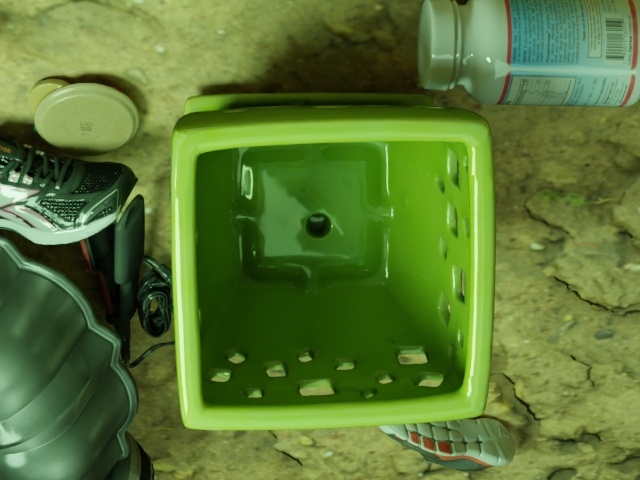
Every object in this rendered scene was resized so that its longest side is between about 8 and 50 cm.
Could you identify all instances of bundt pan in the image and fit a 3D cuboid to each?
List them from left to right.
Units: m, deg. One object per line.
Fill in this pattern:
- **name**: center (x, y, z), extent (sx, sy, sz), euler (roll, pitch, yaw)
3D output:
- **bundt pan**: center (-0.325, 0.143, 1.598), extent (0.331, 0.124, 0.331), euler (7, 127, 10)

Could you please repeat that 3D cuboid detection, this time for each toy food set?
- **toy food set**: center (-0.181, -0.094, 1.490), extent (0.083, 0.020, 0.082), euler (-7, 141, 1)

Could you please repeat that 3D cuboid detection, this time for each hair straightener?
- **hair straightener**: center (-0.152, 0.041, 1.612), extent (0.089, 0.047, 0.230), euler (21, 143, 16)

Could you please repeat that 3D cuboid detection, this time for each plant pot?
- **plant pot**: center (0.000, 0.000, 1.442), extent (0.227, 0.207, 0.228), euler (-2, 105, -6)

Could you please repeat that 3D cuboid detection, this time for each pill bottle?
- **pill bottle**: center (0.155, -0.142, 1.419), extent (0.160, 0.087, 0.087), euler (1, 140, -7)

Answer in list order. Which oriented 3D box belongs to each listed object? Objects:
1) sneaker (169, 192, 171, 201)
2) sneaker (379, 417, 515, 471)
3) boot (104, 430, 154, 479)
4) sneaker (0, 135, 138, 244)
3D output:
- **sneaker**: center (-0.064, 0.015, 1.612), extent (0.086, 0.064, 0.192), euler (-19, 137, -4)
- **sneaker**: center (0.110, 0.194, 1.846), extent (0.158, 0.061, 0.065), euler (21, 140, -28)
- **boot**: center (-0.230, 0.310, 1.883), extent (0.377, 0.138, 0.284), euler (-30, 134, 32)
- **sneaker**: center (-0.232, -0.045, 1.490), extent (0.178, 0.072, 0.077), euler (-4, 134, 17)
